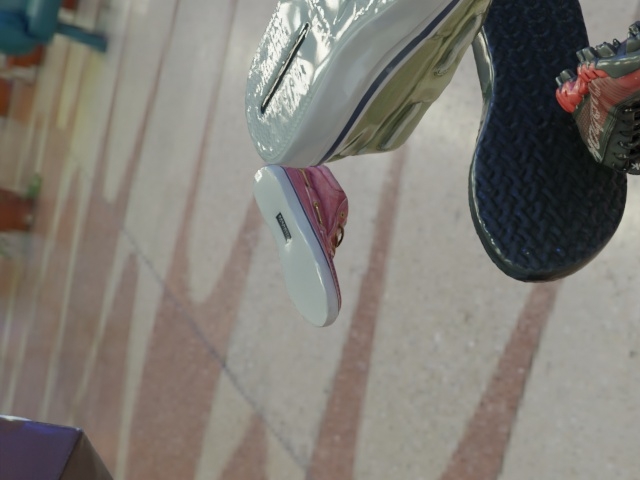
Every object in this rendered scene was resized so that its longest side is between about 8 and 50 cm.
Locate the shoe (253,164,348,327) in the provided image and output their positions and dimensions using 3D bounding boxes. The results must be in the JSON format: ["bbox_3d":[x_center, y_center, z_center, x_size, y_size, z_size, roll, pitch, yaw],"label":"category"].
[{"bbox_3d":[0.000,0.000,1.414,0.063,0.081,0.178,-43,63,48],"label":"shoe"}]

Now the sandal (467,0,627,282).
[{"bbox_3d":[0.239,-0.121,1.546,0.107,0.167,0.445,101,174,-52],"label":"sandal"}]

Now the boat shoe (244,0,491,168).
[{"bbox_3d":[0.049,-0.144,0.760,0.302,0.094,0.109,-50,52,52],"label":"boat shoe"}]

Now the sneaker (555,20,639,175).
[{"bbox_3d":[0.304,-0.134,1.352,0.135,0.098,0.276,63,179,5],"label":"sneaker"}]

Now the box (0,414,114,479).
[{"bbox_3d":[-0.396,0.388,1.560,0.143,0.191,0.381,70,-148,-48],"label":"box"}]
